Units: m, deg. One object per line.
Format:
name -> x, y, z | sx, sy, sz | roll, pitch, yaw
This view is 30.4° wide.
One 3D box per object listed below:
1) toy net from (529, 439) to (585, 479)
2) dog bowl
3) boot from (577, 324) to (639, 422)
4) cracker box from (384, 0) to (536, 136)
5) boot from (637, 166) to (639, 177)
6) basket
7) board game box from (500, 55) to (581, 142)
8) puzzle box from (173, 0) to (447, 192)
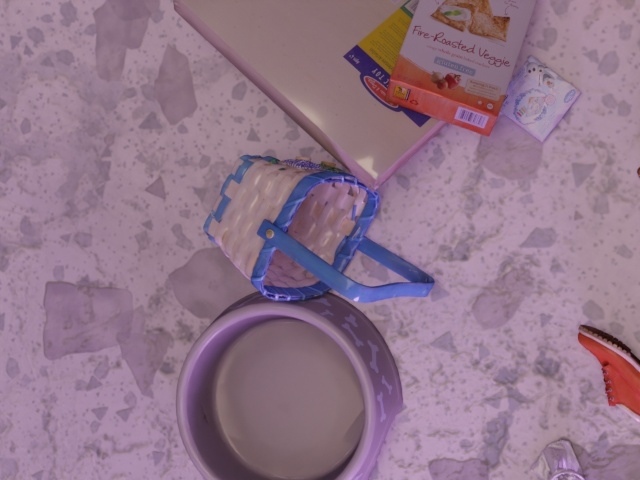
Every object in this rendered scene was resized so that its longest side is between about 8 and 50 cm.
toy net -> 0.344, 0.402, 1.664 | 0.122, 0.045, 0.232 | 8, 92, 16
dog bowl -> -0.057, 0.242, 1.746 | 0.348, 0.102, 0.349 | 0, 91, 15
boot -> 0.411, 0.186, 1.640 | 0.158, 0.059, 0.085 | 39, 105, 11
cracker box -> 0.199, -0.278, 1.628 | 0.155, 0.067, 0.232 | 19, 69, 3
boot -> 0.490, -0.145, 1.523 | 0.096, 0.280, 0.264 | -42, 83, -19
basket -> 0.000, 0.000, 1.650 | 0.289, 0.254, 0.201 | 37, 105, 22
board game box -> 0.310, -0.202, 1.682 | 0.090, 0.020, 0.090 | 39, 100, 12
puzzle box -> 0.023, -0.292, 1.684 | 0.272, 0.052, 0.409 | -42, 78, -18
